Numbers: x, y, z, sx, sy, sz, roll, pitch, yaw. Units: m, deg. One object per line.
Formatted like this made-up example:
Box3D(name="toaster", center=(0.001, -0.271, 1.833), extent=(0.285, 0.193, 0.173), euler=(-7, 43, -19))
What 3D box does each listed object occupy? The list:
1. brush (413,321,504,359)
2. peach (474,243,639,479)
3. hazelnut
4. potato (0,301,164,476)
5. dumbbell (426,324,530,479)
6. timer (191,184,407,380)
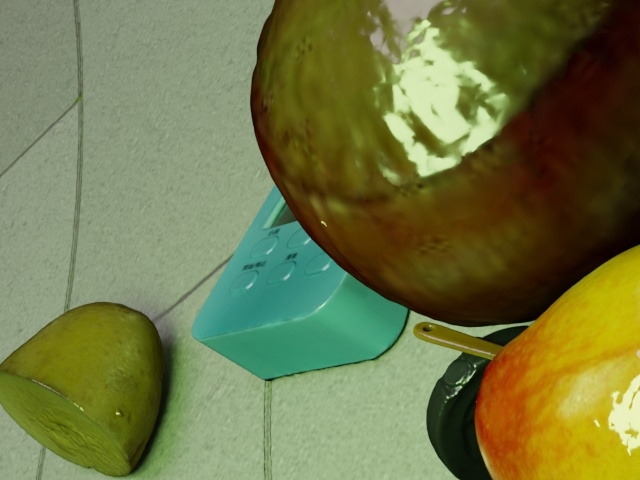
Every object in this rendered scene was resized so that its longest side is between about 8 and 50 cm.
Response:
Box3D(name="brush", center=(0.140, 0.086, 1.506), extent=(0.170, 0.014, 0.043), euler=(16, 40, 35))
Box3D(name="peach", center=(0.265, 0.129, 1.278), extent=(0.308, 0.289, 0.289), euler=(-27, 40, 12))
Box3D(name="hazelnut", center=(0.159, -0.125, 1.528), extent=(0.421, 0.421, 0.353), euler=(-56, 28, 6))
Box3D(name="potato", center=(-0.234, 0.140, 2.110), extent=(0.158, 0.178, 0.203), euler=(-54, 4, -20))
Box3D(name="dumbbell", center=(0.174, 0.168, 1.518), extent=(0.143, 0.143, 0.325), euler=(-51, 33, 13))
Box3D(name="timer", center=(0.000, 0.000, 1.955), extent=(0.232, 0.091, 0.250), euler=(-17, 47, 48))
